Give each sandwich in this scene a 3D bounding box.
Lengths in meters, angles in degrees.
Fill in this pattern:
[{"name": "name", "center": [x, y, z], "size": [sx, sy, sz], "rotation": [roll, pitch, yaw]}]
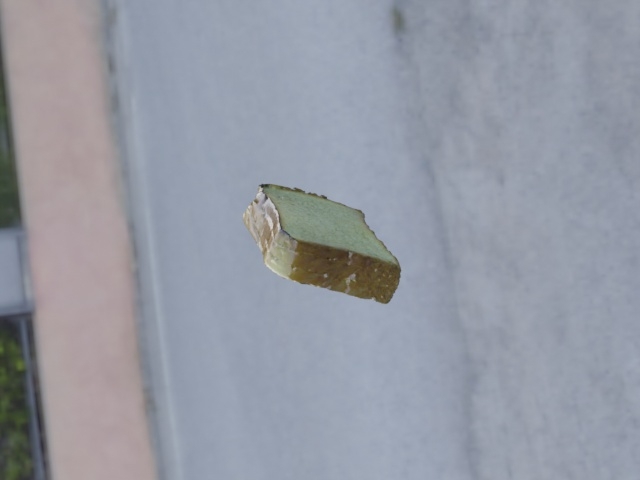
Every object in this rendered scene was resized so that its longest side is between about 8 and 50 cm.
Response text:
[{"name": "sandwich", "center": [0.000, 0.000, 1.746], "size": [0.065, 0.186, 0.214], "rotation": [-69, 24, 17]}]
